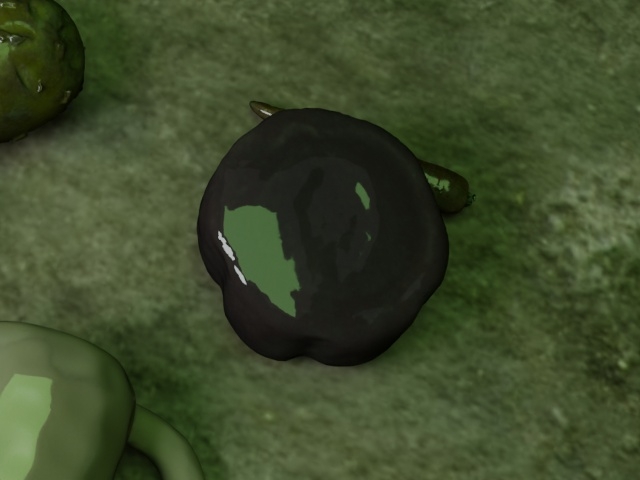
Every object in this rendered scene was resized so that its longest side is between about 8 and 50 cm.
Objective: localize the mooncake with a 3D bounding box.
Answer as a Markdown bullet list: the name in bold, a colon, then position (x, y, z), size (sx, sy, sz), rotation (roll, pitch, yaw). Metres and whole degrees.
- **mooncake**: position (0.000, 0.000, 1.232), size (0.245, 0.133, 0.245), rotation (4, 67, -10)

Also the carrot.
- **carrot**: position (0.042, -0.089, 1.329), size (0.254, 0.049, 0.049), rotation (25, 65, 2)

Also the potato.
- **potato**: position (-0.374, -0.166, 1.225), size (0.298, 0.141, 0.176), rotation (-3, 55, -6)

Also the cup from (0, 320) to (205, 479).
- **cup**: position (-0.217, 0.195, 1.084), size (0.255, 0.173, 0.202), rotation (16, 67, -4)
